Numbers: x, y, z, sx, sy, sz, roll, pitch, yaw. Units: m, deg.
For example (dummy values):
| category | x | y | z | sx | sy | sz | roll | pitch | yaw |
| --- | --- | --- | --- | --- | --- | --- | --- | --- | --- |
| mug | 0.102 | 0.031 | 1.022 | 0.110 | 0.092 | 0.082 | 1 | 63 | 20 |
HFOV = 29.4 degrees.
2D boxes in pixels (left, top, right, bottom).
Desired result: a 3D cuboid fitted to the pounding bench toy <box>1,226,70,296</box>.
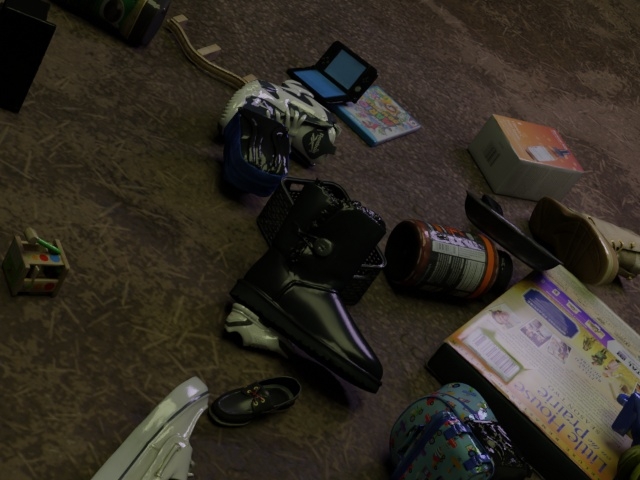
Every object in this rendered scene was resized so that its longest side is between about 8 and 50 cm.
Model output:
| category | x | y | z | sx | sy | sz | roll | pitch | yaw |
| --- | --- | --- | --- | --- | --- | --- | --- | --- | --- |
| pounding bench toy | -0.335 | 0.022 | 1.472 | 0.065 | 0.083 | 0.052 | 3 | 44 | -37 |

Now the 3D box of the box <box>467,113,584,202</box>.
| category | x | y | z | sx | sy | sz | roll | pitch | yaw |
| --- | --- | --- | --- | --- | --- | --- | --- | --- | --- |
| box | 0.388 | -0.153 | 2.310 | 0.170 | 0.091 | 0.130 | 7 | 42 | -35 |

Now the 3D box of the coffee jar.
| category | x | y | z | sx | sy | sz | roll | pitch | yaw |
| --- | --- | --- | --- | --- | --- | --- | --- | --- | --- |
| coffee jar | -0.341 | -0.398 | 1.986 | 0.184 | 0.096 | 0.079 | 30 | 36 | -8 |

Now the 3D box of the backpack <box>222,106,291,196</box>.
| category | x | y | z | sx | sy | sz | roll | pitch | yaw |
| --- | --- | --- | --- | --- | --- | --- | --- | --- | --- |
| backpack | -0.098 | -0.121 | 1.841 | 0.098 | 0.101 | 0.120 | 16 | 41 | -23 |

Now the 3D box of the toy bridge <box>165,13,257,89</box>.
| category | x | y | z | sx | sy | sz | roll | pitch | yaw |
| --- | --- | --- | --- | --- | --- | --- | --- | --- | --- |
| toy bridge | -0.195 | -0.316 | 2.072 | 0.188 | 0.026 | 0.063 | 41 | 35 | 11 |

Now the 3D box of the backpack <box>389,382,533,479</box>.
| category | x | y | z | sx | sy | sz | roll | pitch | yaw |
| --- | --- | --- | --- | --- | --- | --- | --- | --- | --- |
| backpack | 0.154 | 0.265 | 1.521 | 0.117 | 0.158 | 0.173 | 11 | 37 | -42 |

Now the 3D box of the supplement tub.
| category | x | y | z | sx | sy | sz | roll | pitch | yaw |
| --- | --- | --- | --- | --- | --- | --- | --- | --- | --- |
| supplement tub | 0.204 | 0.033 | 1.904 | 0.197 | 0.106 | 0.106 | 12 | 39 | -31 |

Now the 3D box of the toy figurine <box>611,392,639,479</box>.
| category | x | y | z | sx | sy | sz | roll | pitch | yaw |
| --- | --- | --- | --- | --- | --- | --- | --- | --- | --- |
| toy figurine | 0.457 | 0.302 | 1.704 | 0.362 | 0.191 | 0.217 | 12 | 30 | -39 |

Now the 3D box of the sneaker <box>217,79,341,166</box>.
| category | x | y | z | sx | sy | sz | roll | pitch | yaw |
| --- | --- | --- | --- | --- | --- | --- | --- | --- | --- |
| sneaker | -0.050 | -0.181 | 1.963 | 0.153 | 0.094 | 0.235 | 36 | 22 | 19 |

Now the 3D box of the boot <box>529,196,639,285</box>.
| category | x | y | z | sx | sy | sz | roll | pitch | yaw |
| --- | --- | --- | --- | --- | --- | --- | --- | --- | --- |
| boot | 0.506 | 0.023 | 2.159 | 0.203 | 0.095 | 0.262 | 20 | 15 | -24 |

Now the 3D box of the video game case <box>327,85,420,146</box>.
| category | x | y | z | sx | sy | sz | roll | pitch | yaw |
| --- | --- | --- | --- | --- | --- | --- | --- | --- | --- |
| video game case | 0.099 | -0.229 | 2.225 | 0.119 | 0.015 | 0.166 | 45 | 35 | 15 |

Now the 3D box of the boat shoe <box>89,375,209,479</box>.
| category | x | y | z | sx | sy | sz | roll | pitch | yaw |
| --- | --- | --- | --- | --- | --- | --- | --- | --- | --- |
| boat shoe | -0.181 | 0.249 | 1.311 | 0.088 | 0.096 | 0.267 | 40 | 35 | 1 |

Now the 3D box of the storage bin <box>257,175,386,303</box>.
| category | x | y | z | sx | sy | sz | roll | pitch | yaw |
| --- | --- | --- | --- | --- | --- | --- | --- | --- | --- |
| storage bin | 0.000 | 0.000 | 1.789 | 0.122 | 0.084 | 0.180 | 4 | 45 | -38 |

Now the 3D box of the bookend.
| category | x | y | z | sx | sy | sz | roll | pitch | yaw |
| --- | --- | --- | --- | --- | --- | --- | --- | --- | --- |
| bookend | -0.427 | -0.293 | 1.724 | 0.072 | 0.156 | 0.157 | 20 | 35 | -21 |

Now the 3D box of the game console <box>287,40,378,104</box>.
| category | x | y | z | sx | sy | sz | roll | pitch | yaw |
| --- | --- | --- | --- | --- | --- | --- | --- | --- | --- |
| game console | 0.023 | -0.303 | 2.189 | 0.122 | 0.107 | 0.071 | 43 | 5 | 31 |

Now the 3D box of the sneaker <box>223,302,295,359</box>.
| category | x | y | z | sx | sy | sz | roll | pitch | yaw |
| --- | --- | --- | --- | --- | --- | --- | --- | --- | --- |
| sneaker | -0.082 | 0.128 | 1.607 | 0.109 | 0.040 | 0.044 | 37 | 76 | -15 |

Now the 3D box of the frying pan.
| category | x | y | z | sx | sy | sz | roll | pitch | yaw |
| --- | --- | --- | --- | --- | --- | --- | --- | --- | --- |
| frying pan | 0.285 | -0.039 | 2.035 | 0.197 | 0.053 | 0.326 | 33 | 7 | -32 |

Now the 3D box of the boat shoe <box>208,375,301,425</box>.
| category | x | y | z | sx | sy | sz | roll | pitch | yaw |
| --- | --- | --- | --- | --- | --- | --- | --- | --- | --- |
| boat shoe | -0.081 | 0.196 | 1.512 | 0.133 | 0.042 | 0.049 | -7 | 53 | -43 |

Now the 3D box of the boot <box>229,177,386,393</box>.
| category | x | y | z | sx | sy | sz | roll | pitch | yaw |
| --- | --- | --- | --- | --- | --- | --- | --- | --- | --- |
| boot | 0.029 | 0.057 | 1.632 | 0.246 | 0.207 | 0.094 | 36 | -9 | 9 |

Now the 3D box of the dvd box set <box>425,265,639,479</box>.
| category | x | y | z | sx | sy | sz | roll | pitch | yaw |
| --- | --- | --- | --- | --- | --- | --- | --- | --- | --- |
| dvd box set | 0.376 | 0.203 | 1.877 | 0.307 | 0.062 | 0.420 | 43 | 34 | 12 |
